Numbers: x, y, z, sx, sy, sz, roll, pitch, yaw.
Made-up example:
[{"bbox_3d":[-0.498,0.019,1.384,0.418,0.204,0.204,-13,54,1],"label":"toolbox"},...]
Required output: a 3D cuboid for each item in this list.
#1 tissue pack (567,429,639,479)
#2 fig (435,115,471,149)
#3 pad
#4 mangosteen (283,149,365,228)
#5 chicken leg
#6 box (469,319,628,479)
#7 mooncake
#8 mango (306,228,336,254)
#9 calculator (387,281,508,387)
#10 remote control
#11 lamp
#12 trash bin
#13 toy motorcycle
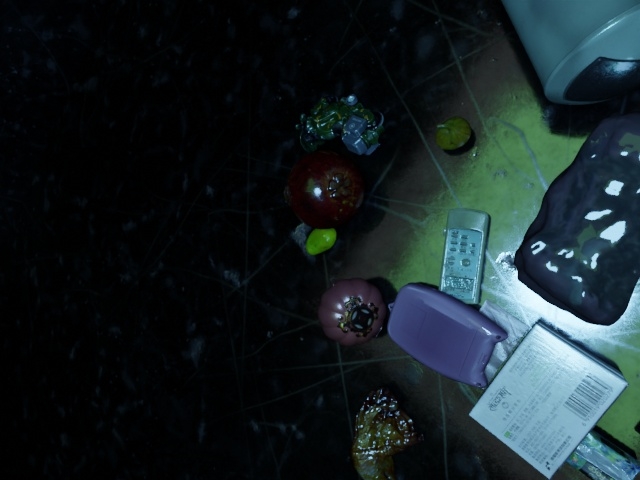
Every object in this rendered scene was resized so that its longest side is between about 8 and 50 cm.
[{"bbox_3d":[0.575,0.454,0.908,0.111,0.079,0.085,35,102,26],"label":"tissue pack"},{"bbox_3d":[0.325,-0.267,1.083,0.084,0.098,0.081,8,89,17],"label":"fig"},{"bbox_3d":[0.397,0.249,1.062,0.113,0.006,0.187,36,102,27],"label":"pad"},{"bbox_3d":[-0.001,-0.138,1.209,0.258,0.215,0.214,8,91,63],"label":"mangosteen"},{"bbox_3d":[0.169,0.539,1.131,0.178,0.083,0.322,6,87,14],"label":"chicken leg"},{"bbox_3d":[0.481,0.332,0.950,0.194,0.111,0.260,37,106,26],"label":"box"},{"bbox_3d":[0.524,-0.047,0.814,0.212,0.351,0.380,34,101,26],"label":"mooncake"},{"bbox_3d":[0.000,0.000,1.266,0.108,0.056,0.073,-44,62,22],"label":"mango"},{"bbox_3d":[0.286,0.225,1.082,0.294,0.043,0.194,26,111,33],"label":"calculator"},{"bbox_3d":[0.350,0.038,1.083,0.098,0.038,0.233,7,91,30],"label":"remote control"},{"bbox_3d":[0.080,0.184,1.159,0.182,0.140,0.181,-2,96,-15],"label":"lamp"},{"bbox_3d":[0.529,-0.490,0.890,0.281,0.280,0.431,-27,71,25],"label":"trash bin"},{"bbox_3d":[0.045,-0.309,1.217,0.275,0.125,0.187,33,83,40],"label":"toy motorcycle"}]
